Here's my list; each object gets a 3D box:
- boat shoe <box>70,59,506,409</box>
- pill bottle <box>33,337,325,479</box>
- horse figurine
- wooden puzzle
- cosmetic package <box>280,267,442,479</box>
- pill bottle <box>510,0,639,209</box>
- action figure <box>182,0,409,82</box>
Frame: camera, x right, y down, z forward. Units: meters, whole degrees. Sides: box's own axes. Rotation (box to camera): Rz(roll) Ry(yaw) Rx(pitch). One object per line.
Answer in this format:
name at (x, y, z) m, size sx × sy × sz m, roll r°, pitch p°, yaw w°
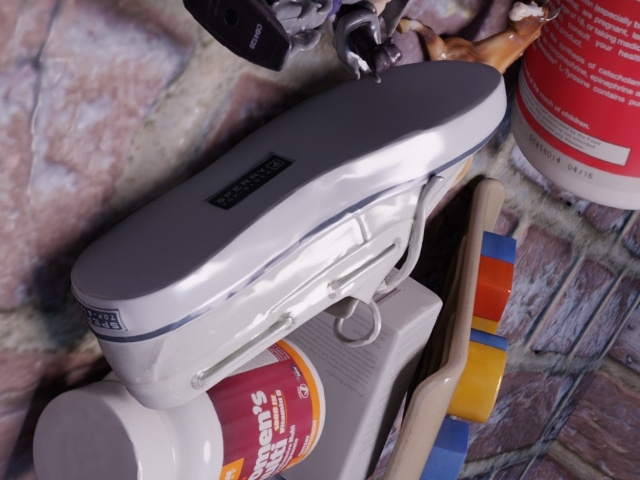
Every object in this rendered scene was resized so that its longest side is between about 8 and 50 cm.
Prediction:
boat shoe at (0.005, 0.003, 0.741) m, size 0.367 × 0.136 × 0.156 m, roll -36°, pitch 130°, yaw -30°
pill bottle at (-0.100, 0.142, 0.779) m, size 0.221 × 0.121 × 0.121 m, roll -8°, pitch 127°, yaw -58°
horse figurine at (0.100, -0.100, 0.915) m, size 0.174 × 0.066 × 0.263 m, roll -14°, pitch 130°, yaw -47°
wooden puzzle at (0.144, 0.149, 1.131) m, size 0.347 × 0.081 × 0.322 m, roll -65°, pitch 171°, yaw -49°
cosmetic package at (0.019, 0.131, 0.984) m, size 0.085 × 0.117 × 0.231 m, roll -27°, pitch 144°, yaw -48°
pill bottle at (0.320, -0.242, 0.941) m, size 0.229 × 0.229 × 0.407 m, roll -39°, pitch 150°, yaw -32°
action figure at (0.029, -0.186, 0.652) m, size 0.285 × 0.099 × 0.185 m, roll -26°, pitch 137°, yaw -52°
